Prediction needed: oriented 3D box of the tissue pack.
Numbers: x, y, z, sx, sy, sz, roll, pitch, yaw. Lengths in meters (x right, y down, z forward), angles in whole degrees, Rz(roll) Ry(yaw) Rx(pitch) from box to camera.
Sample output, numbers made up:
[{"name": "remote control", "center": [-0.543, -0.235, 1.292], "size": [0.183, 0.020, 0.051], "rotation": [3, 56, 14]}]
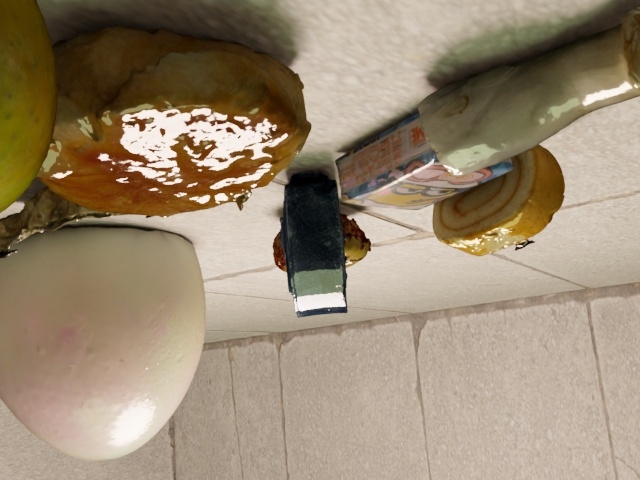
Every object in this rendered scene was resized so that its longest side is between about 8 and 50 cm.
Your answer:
[{"name": "tissue pack", "center": [0.106, -0.080, 0.710], "size": [0.115, 0.065, 0.155], "rotation": [2, 166, -33]}]

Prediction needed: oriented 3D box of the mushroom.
[{"name": "mushroom", "center": [0.188, -0.119, 0.537], "size": [0.223, 0.081, 0.092], "rotation": [-18, -178, 36]}]

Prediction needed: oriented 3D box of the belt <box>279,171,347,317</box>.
[{"name": "belt", "center": [-0.008, 0.008, 0.836], "size": [0.082, 0.141, 0.190], "rotation": [-6, 129, 1]}]

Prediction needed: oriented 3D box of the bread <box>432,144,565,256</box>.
[{"name": "bread", "center": [0.200, -0.051, 0.755], "size": [0.073, 0.122, 0.149], "rotation": [20, 149, -35]}]

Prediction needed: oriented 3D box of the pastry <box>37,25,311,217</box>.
[{"name": "pastry", "center": [-0.119, -0.085, 0.520], "size": [0.218, 0.100, 0.229], "rotation": [-6, 163, -14]}]

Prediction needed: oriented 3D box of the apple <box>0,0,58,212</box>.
[{"name": "apple", "center": [-0.227, -0.089, 0.326], "size": [0.196, 0.157, 0.196], "rotation": [-5, 166, -1]}]

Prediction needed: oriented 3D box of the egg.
[{"name": "egg", "center": [-0.357, 0.176, 1.067], "size": [0.354, 0.340, 0.354], "rotation": [-6, 168, -1]}]

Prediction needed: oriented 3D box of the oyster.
[{"name": "oyster", "center": [-0.242, -0.048, 0.732], "size": [0.345, 0.078, 0.129], "rotation": [-14, -174, 29]}]

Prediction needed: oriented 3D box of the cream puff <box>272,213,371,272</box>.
[{"name": "cream puff", "center": [0.000, 0.000, 0.992], "size": [0.149, 0.084, 0.149], "rotation": [-8, 168, -2]}]
